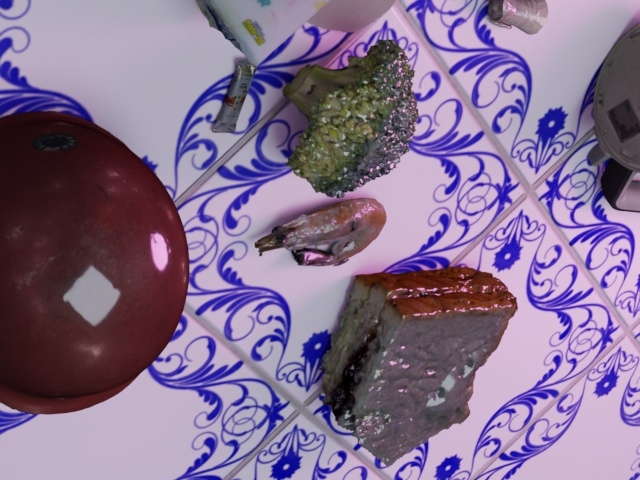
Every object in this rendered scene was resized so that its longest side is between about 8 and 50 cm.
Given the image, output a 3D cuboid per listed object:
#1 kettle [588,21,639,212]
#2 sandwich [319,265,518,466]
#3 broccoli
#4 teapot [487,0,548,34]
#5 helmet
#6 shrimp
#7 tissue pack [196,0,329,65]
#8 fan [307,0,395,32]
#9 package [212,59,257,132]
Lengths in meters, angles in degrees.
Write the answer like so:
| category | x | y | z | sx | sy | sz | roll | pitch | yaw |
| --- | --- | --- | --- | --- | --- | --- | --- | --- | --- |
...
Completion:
| category | x | y | z | sx | sy | sz | roll | pitch | yaw |
| --- | --- | --- | --- | --- | --- | --- | --- | --- | --- |
| kettle | 0.600 | -0.159 | 2.278 | 0.376 | 0.250 | 0.361 | 13 | 134 | -45 |
| sandwich | 0.139 | 0.201 | 2.267 | 0.262 | 0.131 | 0.325 | -2 | 124 | -37 |
| broccoli | 0.037 | -0.158 | 1.891 | 0.198 | 0.226 | 0.176 | -50 | 123 | -28 |
| teapot | 0.270 | -0.322 | 2.018 | 0.083 | 0.057 | 0.067 | 10 | 145 | -35 |
| helmet | -0.281 | 0.041 | 1.671 | 0.337 | 0.230 | 0.385 | -26 | 107 | -27 |
| shrimp | 0.000 | 0.000 | 2.074 | 0.223 | 0.047 | 0.126 | -14 | 140 | -30 |
| tissue pack | -0.021 | -0.430 | 1.635 | 0.388 | 0.162 | 0.287 | -42 | 140 | -1 |
| fan | 0.106 | -0.367 | 1.885 | 0.310 | 0.010 | 0.182 | -15 | 131 | -24 |
| package | -0.110 | -0.187 | 1.864 | 0.037 | 0.015 | 0.110 | -3 | 126 | -41 |
